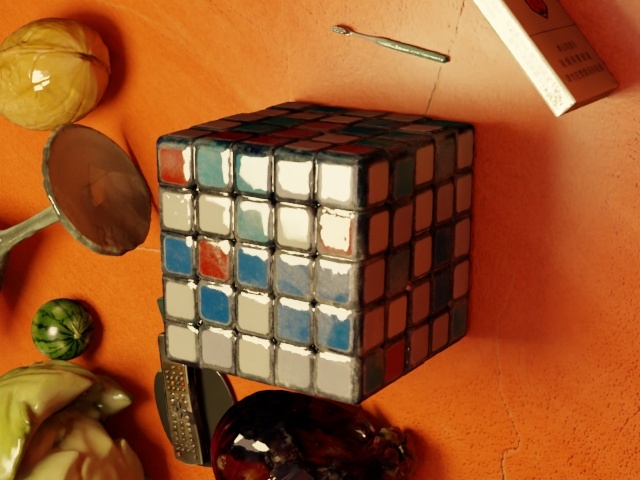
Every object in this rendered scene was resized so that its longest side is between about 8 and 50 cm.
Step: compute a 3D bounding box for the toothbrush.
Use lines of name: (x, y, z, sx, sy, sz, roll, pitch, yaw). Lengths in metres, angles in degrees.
toothbrush: (0.083, -0.245, 1.498, 0.167, 0.014, 0.011, 21, 105, 27)

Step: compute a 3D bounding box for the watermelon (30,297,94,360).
watermelon: (-0.397, 0.140, 1.866, 0.109, 0.109, 0.109, 10, 108, 31)

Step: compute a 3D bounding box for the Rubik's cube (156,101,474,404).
Rubik's cube: (0.000, 0.000, 1.456, 0.286, 0.292, 0.293, 10, 110, 31)

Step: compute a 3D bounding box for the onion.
onion: (-0.028, 0.322, 1.614, 0.280, 0.221, 0.281, -5, 76, 18)

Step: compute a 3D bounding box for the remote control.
remote control: (-0.205, 0.236, 1.791, 0.059, 0.028, 0.212, 3, 109, 28)

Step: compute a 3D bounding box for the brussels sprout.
brussels sprout: (-0.452, 0.400, 1.822, 0.361, 0.342, 0.425, -7, 89, 27)

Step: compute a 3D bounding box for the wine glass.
wine glass: (-0.464, -0.001, 1.783, 0.406, 0.267, 0.267, -23, 90, 32)

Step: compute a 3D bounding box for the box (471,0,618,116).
box: (0.226, -0.251, 1.330, 0.035, 0.139, 0.245, -39, 80, 36)

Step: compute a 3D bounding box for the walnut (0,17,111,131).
walnut: (-0.392, -0.237, 1.727, 0.206, 0.159, 0.159, -8, 99, 41)

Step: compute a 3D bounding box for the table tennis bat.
table tennis bat: (-0.197, 0.213, 1.806, 0.154, 0.021, 0.274, -8, 101, 34)
